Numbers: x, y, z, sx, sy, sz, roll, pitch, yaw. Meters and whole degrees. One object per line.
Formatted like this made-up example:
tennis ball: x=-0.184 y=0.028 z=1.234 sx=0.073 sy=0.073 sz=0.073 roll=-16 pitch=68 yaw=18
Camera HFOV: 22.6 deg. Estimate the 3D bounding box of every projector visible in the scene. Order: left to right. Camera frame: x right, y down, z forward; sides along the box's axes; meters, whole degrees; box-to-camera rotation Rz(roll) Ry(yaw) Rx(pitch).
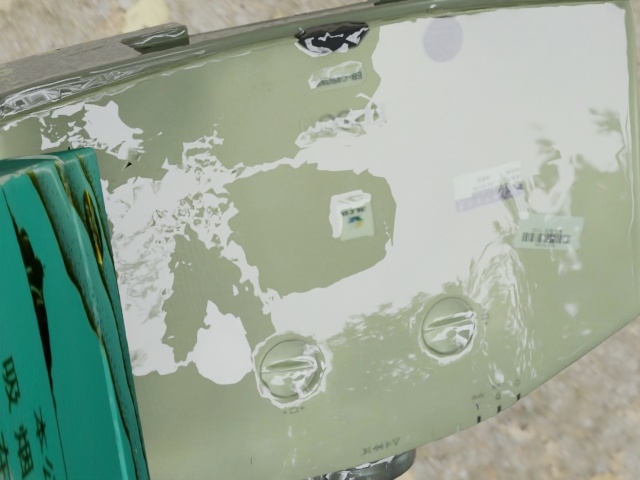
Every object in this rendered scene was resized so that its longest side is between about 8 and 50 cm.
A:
projector: x=0.000 y=0.000 z=0.647 sx=0.269 sy=0.088 sz=0.194 roll=-13 pitch=110 yaw=-20

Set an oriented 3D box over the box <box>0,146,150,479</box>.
box: x=-0.080 y=0.061 z=0.415 sx=0.042 sy=0.226 sz=0.161 roll=-7 pitch=96 yaw=2
